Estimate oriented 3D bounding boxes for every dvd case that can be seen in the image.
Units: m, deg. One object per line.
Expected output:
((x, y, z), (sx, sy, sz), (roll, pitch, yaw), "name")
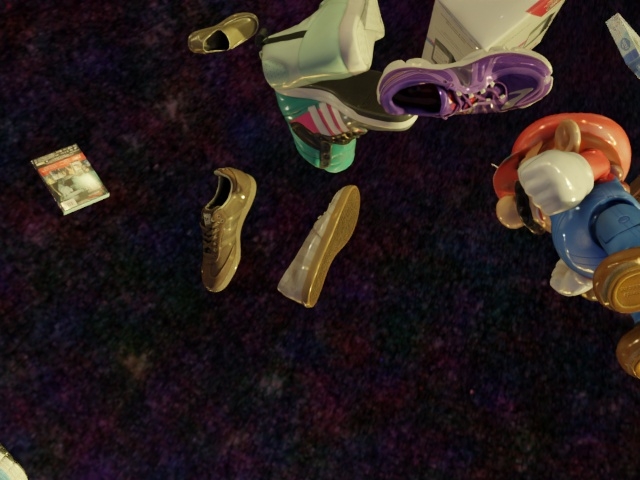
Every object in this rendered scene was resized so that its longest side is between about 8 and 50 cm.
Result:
((-0.436, -0.108, 1.471), (0.119, 0.087, 0.013), (52, 149, 17), "dvd case")

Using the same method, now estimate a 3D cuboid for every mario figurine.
((0.235, -0.005, 0.806), (0.170, 0.320, 0.198), (7, 120, -9), "mario figurine")

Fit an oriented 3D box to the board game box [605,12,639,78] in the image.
((0.375, -0.210, 0.984), (0.090, 0.090, 0.020), (33, 126, -31), "board game box")

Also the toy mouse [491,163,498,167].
((0.432, -0.091, 1.730), (0.161, 0.143, 0.031), (20, 135, -18), "toy mouse")

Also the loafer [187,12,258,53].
((-0.177, -0.387, 1.602), (0.050, 0.148, 0.056), (43, 155, 45), "loafer")

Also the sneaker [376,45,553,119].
((0.140, -0.141, 0.820), (0.170, 0.071, 0.068), (-6, 121, 10), "sneaker")

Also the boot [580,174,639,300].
((0.395, 0.020, 1.062), (0.112, 0.115, 0.305), (10, 150, -5), "boot")

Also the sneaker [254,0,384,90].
((-0.003, -0.276, 1.097), (0.151, 0.256, 0.094), (-10, 119, 18), "sneaker")

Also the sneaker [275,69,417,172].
((0.047, -0.194, 1.449), (0.296, 0.124, 0.178), (24, 144, 36), "sneaker")

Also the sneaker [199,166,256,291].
((-0.157, -0.019, 1.272), (0.066, 0.188, 0.071), (6, 168, 44), "sneaker")

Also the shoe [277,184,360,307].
((0.000, 0.000, 1.320), (0.058, 0.219, 0.076), (15, 153, 23), "shoe")

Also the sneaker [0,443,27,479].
((-0.313, 0.247, 0.797), (0.063, 0.073, 0.162), (36, 148, 27), "sneaker")

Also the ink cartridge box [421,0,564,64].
((0.312, -0.394, 1.520), (0.226, 0.306, 0.131), (-40, 81, -3), "ink cartridge box")
